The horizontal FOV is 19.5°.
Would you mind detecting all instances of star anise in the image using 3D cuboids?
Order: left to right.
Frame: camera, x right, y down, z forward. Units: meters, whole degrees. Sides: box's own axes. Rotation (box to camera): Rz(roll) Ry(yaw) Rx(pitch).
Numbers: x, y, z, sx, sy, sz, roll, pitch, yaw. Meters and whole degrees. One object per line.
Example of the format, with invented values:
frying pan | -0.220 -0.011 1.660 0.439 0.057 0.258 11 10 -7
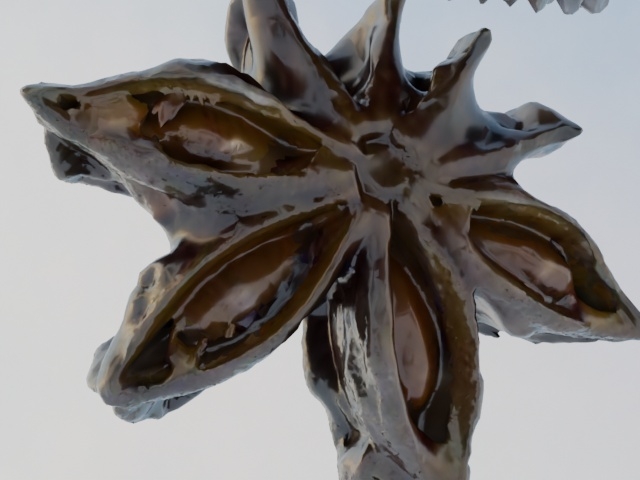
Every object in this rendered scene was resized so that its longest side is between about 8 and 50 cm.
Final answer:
star anise | 0.005 0.006 0.717 0.214 0.099 0.220 -29 -86 -13

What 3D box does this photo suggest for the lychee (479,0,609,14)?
lychee | 0.068 -0.211 0.624 0.300 0.300 0.300 6 -50 7
